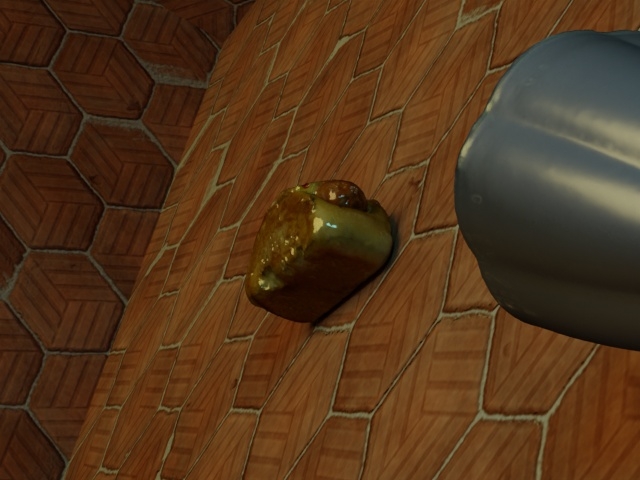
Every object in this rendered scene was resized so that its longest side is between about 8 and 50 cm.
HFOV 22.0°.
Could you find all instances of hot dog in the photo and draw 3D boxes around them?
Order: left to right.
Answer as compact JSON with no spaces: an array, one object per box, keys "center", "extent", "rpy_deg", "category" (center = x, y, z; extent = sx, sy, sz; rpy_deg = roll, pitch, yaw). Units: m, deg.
[{"center":[0.000,0.000,2.283],"extent":[0.256,0.150,0.153],"rpy_deg":[-42,34,50],"category":"hot dog"}]

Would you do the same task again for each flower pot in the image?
[{"center":[0.275,-0.031,1.281],"extent":[0.265,0.265,0.243],"rpy_deg":[-61,26,-3],"category":"flower pot"}]
